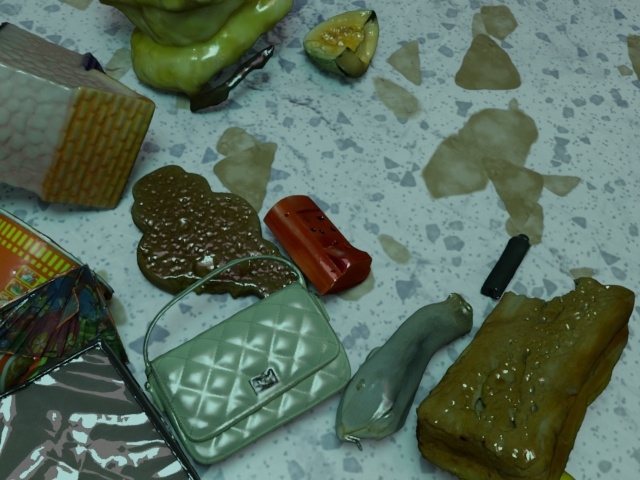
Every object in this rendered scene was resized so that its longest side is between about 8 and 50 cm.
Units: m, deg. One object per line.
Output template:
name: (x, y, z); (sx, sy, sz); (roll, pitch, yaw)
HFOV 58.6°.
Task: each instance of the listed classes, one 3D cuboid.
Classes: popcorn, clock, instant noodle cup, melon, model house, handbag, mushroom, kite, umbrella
popcorn: (-0.204, -0.412, 0.939); (0.348, 0.349, 0.382); (-10, 102, -13)
clock: (0.000, 0.000, 0.844); (0.155, 0.061, 0.113); (48, 28, 19)
instant noodle cup: (-0.397, 0.095, 0.706); (0.193, 0.193, 0.212); (30, 70, 8)
melon: (0.037, -0.361, 1.070); (0.128, 0.079, 0.160); (19, 60, 25)
model house: (-0.392, -0.173, 0.849); (0.237, 0.202, 0.237); (17, 20, -24)
handbag: (-0.102, 0.140, 0.741); (0.256, 0.079, 0.219); (-27, 85, -20)
mushroom: (0.118, 0.169, 0.778); (0.096, 0.099, 0.278); (47, 61, -4)
kite: (-0.308, 0.111, 0.678); (0.014, 0.241, 0.184); (29, 88, 36)
umbrella: (0.297, 0.040, 0.910); (0.036, 0.031, 0.133); (36, 62, 10)

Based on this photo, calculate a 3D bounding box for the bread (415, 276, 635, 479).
bread: (0.279, 0.168, 0.765); (0.185, 0.109, 0.380); (13, 37, 40)

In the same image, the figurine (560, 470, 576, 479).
figurine: (0.233, 0.358, 0.686); (0.185, 0.127, 0.235); (5, 71, 3)

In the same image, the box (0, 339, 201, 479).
box: (-0.246, 0.260, 0.624); (0.188, 0.153, 0.252); (-31, 69, -23)

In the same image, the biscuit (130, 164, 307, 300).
biscuit: (-0.155, 0.012, 0.850); (0.319, 0.047, 0.184); (27, 65, 6)
